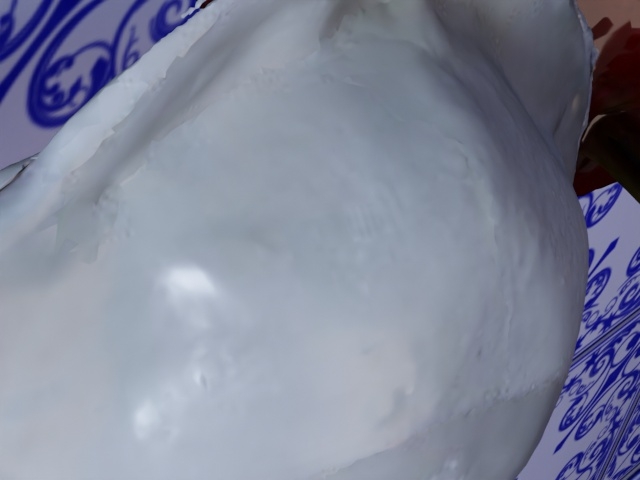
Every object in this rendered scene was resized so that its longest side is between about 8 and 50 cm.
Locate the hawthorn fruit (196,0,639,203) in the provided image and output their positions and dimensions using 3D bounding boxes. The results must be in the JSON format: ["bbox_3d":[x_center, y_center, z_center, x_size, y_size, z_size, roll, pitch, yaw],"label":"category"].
[{"bbox_3d":[0.088,-0.141,0.860,0.285,0.369,0.285,-22,161,-8],"label":"hawthorn fruit"}]

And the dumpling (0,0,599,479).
[{"bbox_3d":[-0.003,0.000,0.641,0.341,0.181,0.260,3,113,-29],"label":"dumpling"}]
